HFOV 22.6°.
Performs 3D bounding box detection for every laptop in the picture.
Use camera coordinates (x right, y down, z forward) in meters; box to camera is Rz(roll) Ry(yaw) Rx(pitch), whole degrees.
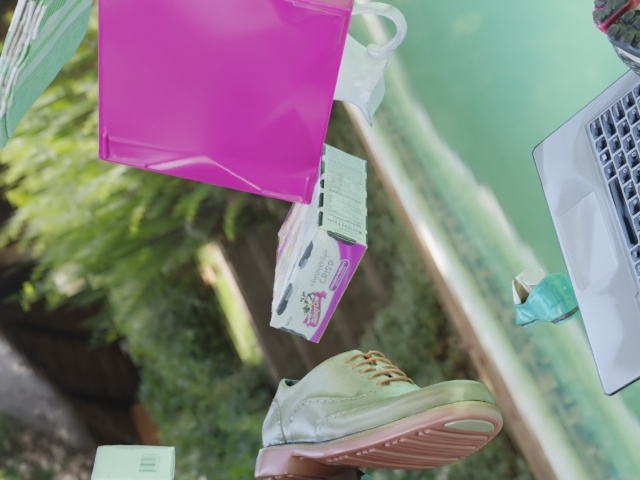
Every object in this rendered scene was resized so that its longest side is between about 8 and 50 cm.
[{"bbox_3d":[0.359,-0.063,1.989,0.408,0.236,0.382,-41,52,45],"label":"laptop"}]

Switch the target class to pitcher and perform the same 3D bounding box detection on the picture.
[{"bbox_3d":[-0.001,-0.257,2.082,0.125,0.207,0.178,-70,1,-51],"label":"pitcher"}]

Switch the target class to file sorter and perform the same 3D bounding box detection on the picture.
[{"bbox_3d":[-0.074,-0.200,1.410,0.290,0.202,0.182,103,180,-59],"label":"file sorter"}]

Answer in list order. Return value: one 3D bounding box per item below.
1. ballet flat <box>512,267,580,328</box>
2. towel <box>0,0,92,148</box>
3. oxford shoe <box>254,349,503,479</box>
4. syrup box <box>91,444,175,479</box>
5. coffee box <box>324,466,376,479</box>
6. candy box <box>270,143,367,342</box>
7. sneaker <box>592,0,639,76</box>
[{"bbox_3d":[0.329,0.079,2.391,0.087,0.083,0.247,59,173,1],"label":"ballet flat"},{"bbox_3d":[-0.259,-0.273,1.671,0.325,0.038,0.248,-63,1,43],"label":"towel"},{"bbox_3d":[0.050,0.185,1.794,0.140,0.397,0.146,15,-112,-35],"label":"oxford shoe"},{"bbox_3d":[-0.220,0.366,1.875,0.093,0.096,0.237,-96,8,-71],"label":"syrup box"},{"bbox_3d":[0.073,0.379,1.857,0.246,0.098,0.141,40,-149,-46],"label":"coffee box"},{"bbox_3d":[0.000,0.000,2.076,0.071,0.159,0.233,21,-151,-10],"label":"candy box"},{"bbox_3d":[0.377,-0.152,1.347,0.299,0.121,0.112,30,172,36],"label":"sneaker"}]
